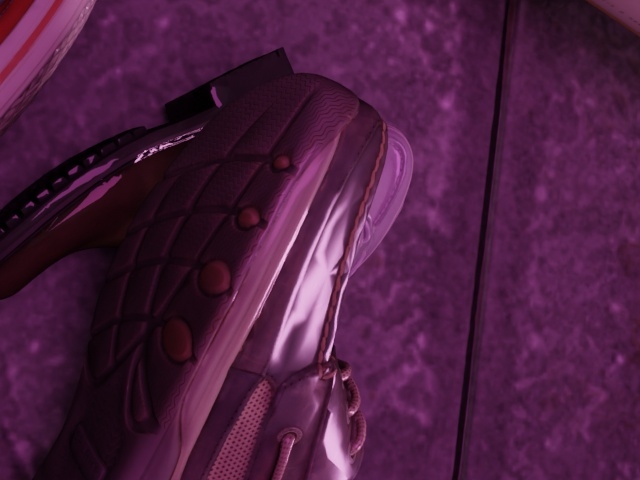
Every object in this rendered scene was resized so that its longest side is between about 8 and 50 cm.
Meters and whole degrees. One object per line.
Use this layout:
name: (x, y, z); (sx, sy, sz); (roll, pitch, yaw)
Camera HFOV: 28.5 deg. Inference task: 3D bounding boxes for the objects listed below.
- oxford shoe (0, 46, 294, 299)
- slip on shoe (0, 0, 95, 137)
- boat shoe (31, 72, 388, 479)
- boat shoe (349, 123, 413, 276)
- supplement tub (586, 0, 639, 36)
oxford shoe: (-0.091, -0.019, 0.699); (0.227, 0.083, 0.096); (-31, 102, -21)
slip on shoe: (-0.235, -0.049, 0.624); (0.331, 0.123, 0.101); (-45, 99, -15)
boat shoe: (-0.051, 0.084, 0.653); (0.130, 0.132, 0.355); (18, 107, -33)
boat shoe: (0.000, 0.000, 0.744); (0.184, 0.063, 0.066); (-45, 103, -20)
supplement tub: (0.249, -0.238, 0.774); (0.331, 0.241, 0.241); (29, 75, -19)
